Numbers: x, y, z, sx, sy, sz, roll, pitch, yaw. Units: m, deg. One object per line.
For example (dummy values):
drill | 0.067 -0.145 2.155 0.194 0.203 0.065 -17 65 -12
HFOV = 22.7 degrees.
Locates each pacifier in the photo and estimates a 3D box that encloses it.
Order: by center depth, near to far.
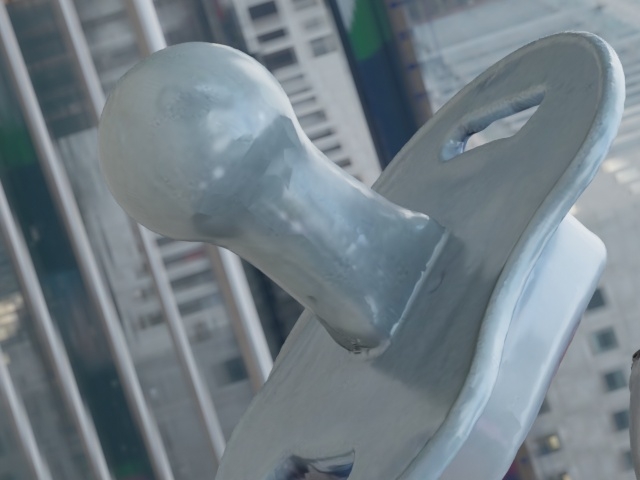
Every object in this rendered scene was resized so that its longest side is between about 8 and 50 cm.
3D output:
pacifier | 0.000 0.000 0.687 0.226 0.287 0.238 40 -21 -19

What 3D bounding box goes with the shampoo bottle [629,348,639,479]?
shampoo bottle | 0.324 0.125 0.865 0.266 0.273 0.273 59 -6 22
